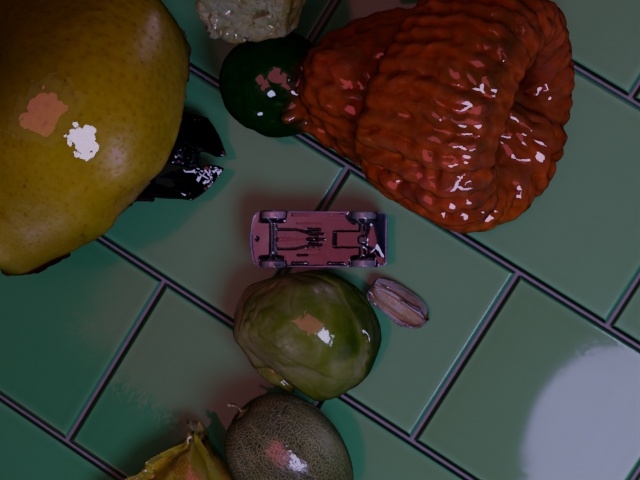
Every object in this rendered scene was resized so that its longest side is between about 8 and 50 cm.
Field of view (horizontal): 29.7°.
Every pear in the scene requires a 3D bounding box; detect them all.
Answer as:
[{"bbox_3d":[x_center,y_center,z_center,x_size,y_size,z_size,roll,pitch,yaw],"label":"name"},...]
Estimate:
[{"bbox_3d":[-0.354,-0.165,1.430,0.340,0.191,0.386,29,84,33],"label":"pear"}]

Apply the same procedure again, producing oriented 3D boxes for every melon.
[{"bbox_3d":[-0.043,0.260,1.461,0.139,0.139,0.192,-42,101,7],"label":"melon"}]

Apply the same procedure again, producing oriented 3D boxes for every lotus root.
[{"bbox_3d":[0.098,0.079,1.497,0.083,0.030,0.037,35,126,10],"label":"lotus root"}]

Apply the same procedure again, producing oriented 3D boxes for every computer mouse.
[{"bbox_3d":[-0.239,-0.114,1.525,0.242,0.077,0.146,7,93,9],"label":"computer mouse"}]

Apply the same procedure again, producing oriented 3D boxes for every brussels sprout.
[{"bbox_3d":[-0.013,0.105,1.464,0.183,0.131,0.145,37,139,3],"label":"brussels sprout"}]

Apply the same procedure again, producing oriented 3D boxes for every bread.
[{"bbox_3d":[-0.057,-0.349,1.420,0.152,0.267,0.130,-23,127,40],"label":"bread"}]

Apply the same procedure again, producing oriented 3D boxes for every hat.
[{"bbox_3d":[0.089,-0.168,1.432,0.400,0.285,0.285,15,93,39],"label":"hat"}]

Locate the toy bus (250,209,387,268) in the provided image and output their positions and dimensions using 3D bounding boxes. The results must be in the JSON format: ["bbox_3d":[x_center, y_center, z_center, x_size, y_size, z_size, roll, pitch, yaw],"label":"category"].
[{"bbox_3d":[0.000,0.000,1.489,0.167,0.076,0.073,1,90,7],"label":"toy bus"}]

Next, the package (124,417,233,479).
[{"bbox_3d":[-0.146,0.349,1.505,0.168,0.090,0.226,-38,88,4],"label":"package"}]
